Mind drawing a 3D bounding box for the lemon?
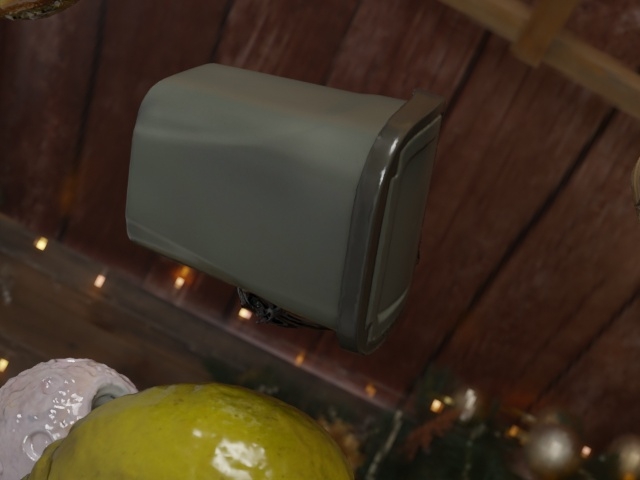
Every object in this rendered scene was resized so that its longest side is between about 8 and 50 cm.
[{"bbox_3d":[-0.116,0.266,1.312,0.285,0.316,0.285,-51,4,5],"label":"lemon"}]

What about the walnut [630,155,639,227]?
[{"bbox_3d":[0.485,-0.059,1.609,0.195,0.221,0.195,-9,-90,-87],"label":"walnut"}]

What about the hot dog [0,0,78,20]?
[{"bbox_3d":[-0.311,-0.296,1.465,0.072,0.269,0.115,-31,-68,-43],"label":"hot dog"}]

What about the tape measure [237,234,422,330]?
[{"bbox_3d":[0.000,0.000,1.484,0.135,0.223,0.202,-89,-11,-59],"label":"tape measure"}]

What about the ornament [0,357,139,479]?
[{"bbox_3d":[-0.375,0.303,1.973,0.225,0.259,0.259,-23,21,26],"label":"ornament"}]

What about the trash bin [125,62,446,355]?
[{"bbox_3d":[-0.029,-0.047,1.238,0.219,0.250,0.220,-33,-44,-60],"label":"trash bin"}]
